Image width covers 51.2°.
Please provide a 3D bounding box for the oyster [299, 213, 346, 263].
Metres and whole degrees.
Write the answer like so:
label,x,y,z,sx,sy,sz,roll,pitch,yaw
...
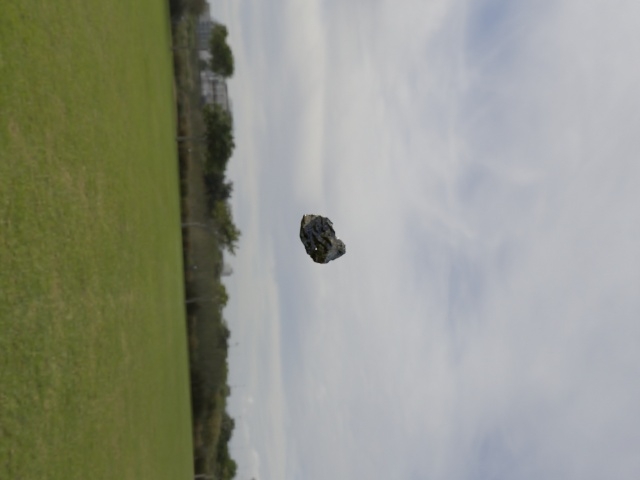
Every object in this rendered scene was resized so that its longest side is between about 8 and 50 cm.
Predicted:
label,x,y,z,sx,sy,sz,roll,pitch,yaw
oyster,-0.001,-0.003,0.933,0.083,0.054,0.019,59,1,-17
